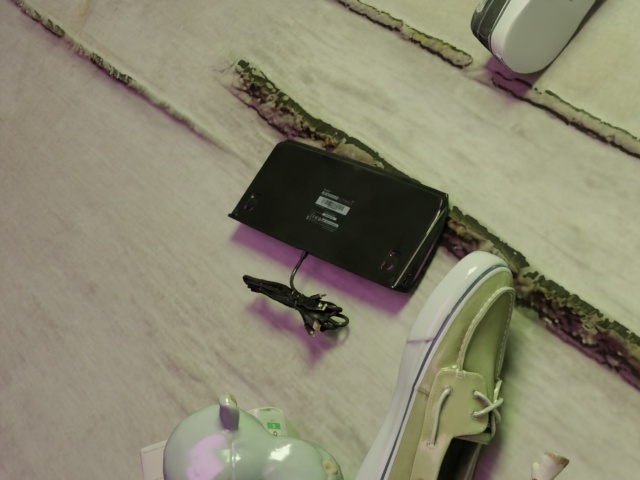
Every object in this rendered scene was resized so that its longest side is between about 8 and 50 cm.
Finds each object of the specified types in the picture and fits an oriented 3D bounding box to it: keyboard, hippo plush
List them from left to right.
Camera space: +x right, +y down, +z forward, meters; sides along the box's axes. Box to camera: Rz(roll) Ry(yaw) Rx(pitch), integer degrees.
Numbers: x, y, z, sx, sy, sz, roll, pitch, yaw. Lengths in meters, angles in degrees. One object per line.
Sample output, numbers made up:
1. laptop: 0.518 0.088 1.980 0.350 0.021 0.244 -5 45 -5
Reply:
1. hippo plush: -0.102 0.286 1.319 0.234 0.294 0.236 116 171 -55
2. keyboard: 0.000 0.000 1.550 0.317 0.033 0.201 24 77 50

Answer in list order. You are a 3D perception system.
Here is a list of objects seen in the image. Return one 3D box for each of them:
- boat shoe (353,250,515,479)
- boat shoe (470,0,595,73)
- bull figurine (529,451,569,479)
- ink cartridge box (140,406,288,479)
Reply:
1. boat shoe: 0.122 0.161 1.288 0.094 0.109 0.302 24 94 37
2. boat shoe: 0.265 -0.315 1.428 0.301 0.108 0.102 -55 41 15
3. bull figurine: 0.257 0.279 1.066 0.310 0.101 0.188 5 66 44
4. ink cartridge box: -0.101 0.306 1.462 0.181 0.056 0.224 -23 70 34
